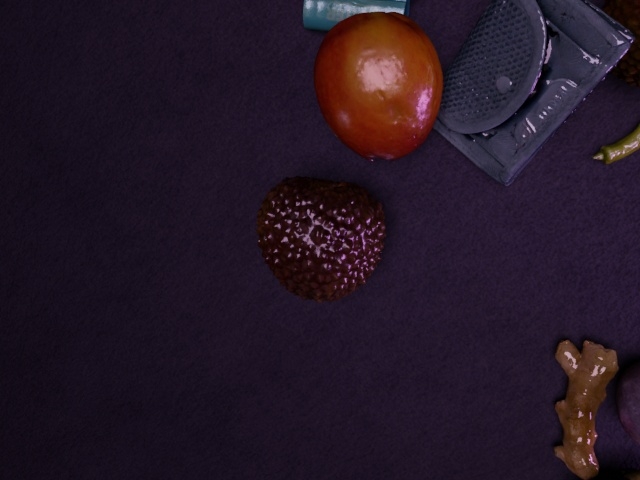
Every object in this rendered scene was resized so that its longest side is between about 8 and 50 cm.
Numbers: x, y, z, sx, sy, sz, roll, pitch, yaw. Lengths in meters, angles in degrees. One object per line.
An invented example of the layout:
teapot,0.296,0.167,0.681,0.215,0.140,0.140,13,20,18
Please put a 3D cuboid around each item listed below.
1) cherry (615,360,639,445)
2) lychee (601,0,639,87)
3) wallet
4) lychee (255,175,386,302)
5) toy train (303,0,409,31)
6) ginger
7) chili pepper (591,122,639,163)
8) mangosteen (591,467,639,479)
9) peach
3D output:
cherry,0.653,0.312,1.095,0.176,0.140,0.176,12,125,17
lychee,0.586,-0.358,0.950,0.236,0.271,0.236,3,126,4
wallet,0.341,-0.283,1.029,0.237,0.075,0.342,47,136,15
lychee,0.000,0.000,1.157,0.267,0.267,0.267,2,99,14
toy train,0.073,-0.478,1.146,0.248,0.101,0.159,10,115,14
ginger,0.534,0.346,1.167,0.118,0.065,0.299,2,98,28
chili pepper,0.602,-0.212,1.076,0.208,0.043,0.049,-45,61,12
mangosteen,0.611,0.532,1.126,0.194,0.194,0.230,40,81,6
peach,0.112,-0.282,1.078,0.281,0.238,0.281,33,135,41
